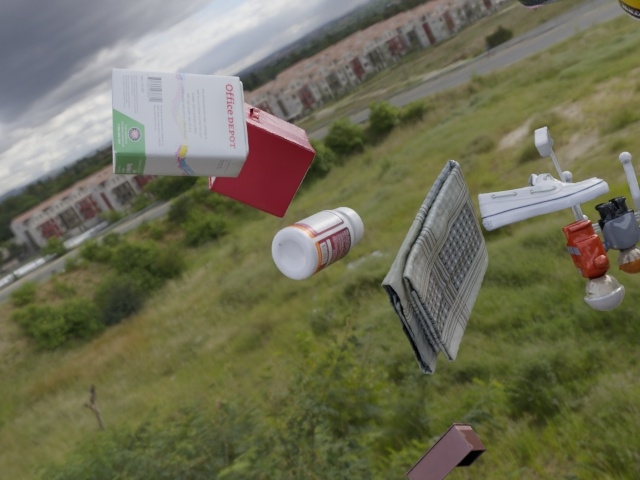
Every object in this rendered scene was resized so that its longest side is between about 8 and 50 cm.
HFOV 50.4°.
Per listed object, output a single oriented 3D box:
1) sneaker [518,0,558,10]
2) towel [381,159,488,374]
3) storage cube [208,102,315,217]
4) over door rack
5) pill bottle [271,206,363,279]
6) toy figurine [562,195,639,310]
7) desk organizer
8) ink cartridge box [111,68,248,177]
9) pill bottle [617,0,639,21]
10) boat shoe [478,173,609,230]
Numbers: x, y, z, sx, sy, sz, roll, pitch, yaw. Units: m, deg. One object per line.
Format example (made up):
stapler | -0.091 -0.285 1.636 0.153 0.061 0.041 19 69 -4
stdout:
sneaker | 0.516 -0.529 1.286 0.319 0.112 0.131 -6 -19 35
towel | 0.240 0.061 1.305 0.056 0.312 0.324 11 55 33
storage cube | -0.146 -0.200 1.643 0.215 0.193 0.183 -61 21 19
over door rack | 0.545 -0.143 1.213 0.240 0.324 0.108 -18 49 26
pill bottle | 0.000 0.000 1.544 0.121 0.121 0.221 -17 6 39
toy figurine | 0.503 0.006 1.034 0.213 0.148 0.210 -21 2 44
desk organizer | 0.201 0.356 1.093 0.130 0.047 0.050 -54 46 22
ink cartridge box | -0.236 -0.192 1.132 0.213 0.154 0.093 -1 -17 -17
pill bottle | 0.368 -0.313 0.730 0.117 0.117 0.215 -21 -24 28
boat shoe | 0.391 -0.084 1.198 0.226 0.075 0.083 -17 -2 -1
